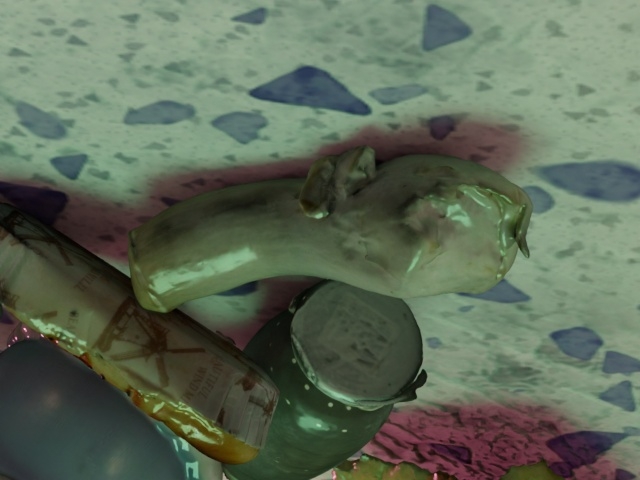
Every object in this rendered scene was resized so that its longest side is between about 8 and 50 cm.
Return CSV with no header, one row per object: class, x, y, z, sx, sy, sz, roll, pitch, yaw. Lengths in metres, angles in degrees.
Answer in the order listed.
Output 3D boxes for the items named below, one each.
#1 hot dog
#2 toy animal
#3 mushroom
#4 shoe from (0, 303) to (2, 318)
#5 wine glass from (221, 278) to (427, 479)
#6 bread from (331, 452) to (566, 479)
hot dog,-0.138,0.059,1.316,0.253,0.069,0.131,34,-176,-5
toy animal,-0.191,0.162,1.436,0.208,0.204,0.156,31,158,21
mushroom,0.001,-0.002,1.231,0.278,0.096,0.099,-3,149,28
shoe,-0.345,0.022,1.363,0.251,0.103,0.100,-1,110,-12
wine glass,-0.007,0.106,1.413,0.111,0.111,0.204,15,151,-15
bread,0.169,0.274,1.669,0.233,0.245,0.361,-6,117,25
